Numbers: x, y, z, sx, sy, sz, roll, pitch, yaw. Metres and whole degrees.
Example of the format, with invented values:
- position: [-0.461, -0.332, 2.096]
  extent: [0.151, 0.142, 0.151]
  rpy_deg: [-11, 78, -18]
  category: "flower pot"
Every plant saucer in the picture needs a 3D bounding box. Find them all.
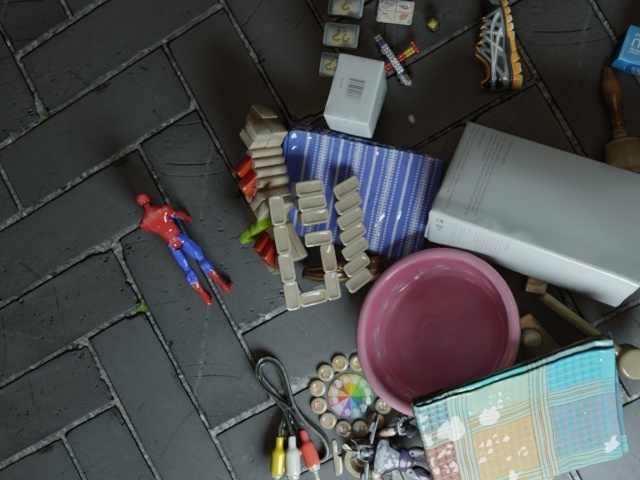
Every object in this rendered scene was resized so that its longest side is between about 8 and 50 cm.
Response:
- position: [0.231, 0.182, 1.233]
  extent: [0.332, 0.084, 0.332]
  rpy_deg: [-13, 64, 29]
  category: "plant saucer"

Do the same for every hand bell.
- position: [0.589, -0.230, 1.246]
  extent: [0.126, 0.126, 0.242]
  rpy_deg: [-8, 78, 9]
  category: "hand bell"

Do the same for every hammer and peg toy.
- position: [0.438, 0.278, 1.252]
  extent: [0.361, 0.127, 0.266]
  rpy_deg: [-41, 82, 7]
  category: "hammer and peg toy"

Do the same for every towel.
- position: [0.071, -0.094, 1.317]
  extent: [0.335, 0.040, 0.243]
  rpy_deg: [14, 113, 9]
  category: "towel"
- position: [0.363, 0.334, 1.120]
  extent: [0.369, 0.040, 0.272]
  rpy_deg: [-18, 112, -2]
  category: "towel"

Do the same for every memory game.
- position: [0.065, 0.339, 1.370]
  extent: [0.186, 0.012, 0.186]
  rpy_deg: [0, 91, 9]
  category: "memory game"

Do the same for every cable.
- position: [-0.062, 0.389, 1.362]
  extent: [0.139, 0.072, 0.288]
  rpy_deg: [-12, 88, 4]
  category: "cable"

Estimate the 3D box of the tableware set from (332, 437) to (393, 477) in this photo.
- position: [0.095, 0.527, 1.354]
  extent: [0.128, 0.039, 0.194]
  rpy_deg: [-6, 89, 10]
  category: "tableware set"

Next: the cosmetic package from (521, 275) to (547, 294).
- position: [0.445, 0.050, 1.281]
  extent: [0.041, 0.060, 0.115]
  rpy_deg: [12, 91, 9]
  category: "cosmetic package"

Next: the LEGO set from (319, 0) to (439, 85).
- position: [0.123, -0.429, 1.332]
  extent: [0.244, 0.060, 0.183]
  rpy_deg: [10, 96, 9]
  category: "LEGO set"

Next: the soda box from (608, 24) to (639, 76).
- position: [0.689, -0.350, 1.233]
  extent: [0.210, 0.067, 0.071]
  rpy_deg: [20, 94, 9]
  category: "soda box"

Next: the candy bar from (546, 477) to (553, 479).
- position: [0.476, 0.471, 1.301]
  extent: [0.040, 0.018, 0.162]
  rpy_deg: [29, 94, 8]
  category: "candy bar"

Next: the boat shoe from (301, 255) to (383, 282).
- position: [0.048, 0.061, 1.348]
  extent: [0.177, 0.064, 0.060]
  rpy_deg: [-2, 85, 3]
  category: "boat shoe"

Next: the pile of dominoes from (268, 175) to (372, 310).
- position: [0.000, 0.000, 1.288]
  extent: [0.195, 0.040, 0.251]
  rpy_deg: [-11, 98, -16]
  category: "pile of dominoes"

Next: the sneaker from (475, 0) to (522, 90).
- position: [0.352, -0.408, 1.282]
  extent: [0.083, 0.084, 0.215]
  rpy_deg: [-11, 90, 14]
  category: "sneaker"

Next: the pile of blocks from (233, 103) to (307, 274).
- position: [-0.137, -0.096, 1.310]
  extent: [0.148, 0.112, 0.363]
  rpy_deg: [-1, 100, 45]
  category: "pile of blocks"

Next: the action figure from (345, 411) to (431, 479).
- position: [0.192, 0.457, 1.297]
  extent: [0.284, 0.099, 0.186]
  rpy_deg: [11, 92, 5]
  category: "action figure"

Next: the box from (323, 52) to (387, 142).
- position: [0.074, -0.282, 1.276]
  extent: [0.090, 0.170, 0.130]
  rpy_deg: [14, 86, 9]
  category: "box"

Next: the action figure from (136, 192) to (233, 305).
- position: [-0.309, 0.001, 1.400]
  extent: [0.091, 0.139, 0.280]
  rpy_deg: [-34, 107, 5]
  category: "action figure"

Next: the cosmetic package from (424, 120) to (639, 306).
- position: [0.418, -0.051, 1.190]
  extent: [0.384, 0.156, 0.217]
  rpy_deg: [23, 74, 14]
  category: "cosmetic package"
